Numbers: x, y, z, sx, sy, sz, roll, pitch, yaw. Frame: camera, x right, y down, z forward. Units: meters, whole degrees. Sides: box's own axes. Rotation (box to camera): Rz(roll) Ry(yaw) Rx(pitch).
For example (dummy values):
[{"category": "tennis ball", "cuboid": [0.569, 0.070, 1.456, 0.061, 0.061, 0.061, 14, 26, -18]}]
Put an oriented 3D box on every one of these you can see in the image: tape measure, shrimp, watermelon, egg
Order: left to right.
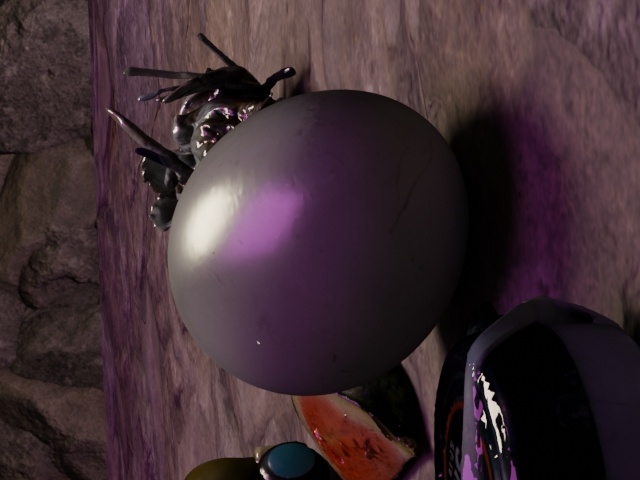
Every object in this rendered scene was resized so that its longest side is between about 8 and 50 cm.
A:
[{"category": "shrimp", "cuboid": [-0.098, -0.080, 1.511, 0.410, 0.166, 0.221, 100, 162, -85]}, {"category": "egg", "cuboid": [0.000, 0.000, 1.035, 0.264, 0.183, 0.182, 129, 135, -62]}, {"category": "watermelon", "cuboid": [0.025, 0.144, 1.270, 0.245, 0.063, 0.119, 130, 121, -70]}, {"category": "tape measure", "cuboid": [0.112, 0.126, 0.775, 0.181, 0.107, 0.182, -108, 17, -54]}]

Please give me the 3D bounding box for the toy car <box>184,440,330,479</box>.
[{"category": "toy car", "cuboid": [-0.077, 0.297, 1.387, 0.248, 0.198, 0.204, -109, 12, -52]}]
